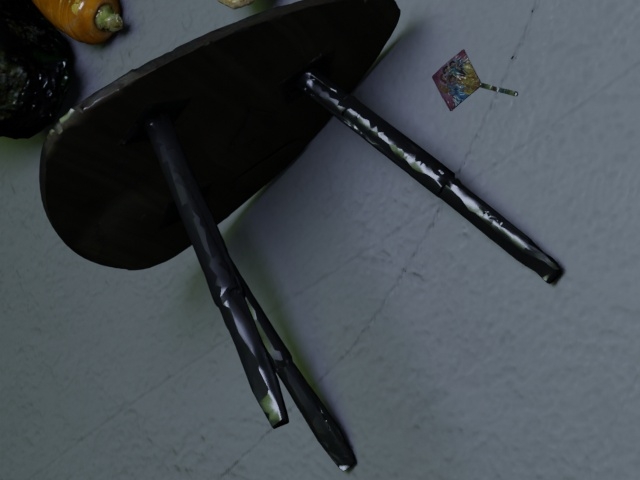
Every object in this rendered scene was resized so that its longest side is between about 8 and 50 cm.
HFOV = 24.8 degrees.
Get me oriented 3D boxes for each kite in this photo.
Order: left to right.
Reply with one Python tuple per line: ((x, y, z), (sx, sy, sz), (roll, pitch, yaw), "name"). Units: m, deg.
((0.113, -0.113, 1.100), (0.078, 0.002, 0.044), (45, 114, 37), "kite")

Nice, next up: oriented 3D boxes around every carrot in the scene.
((-0.271, -0.256, 1.430), (0.257, 0.061, 0.061), (37, 109, 41), "carrot")

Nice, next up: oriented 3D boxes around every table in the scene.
((0.000, 0.000, 1.057), (0.317, 0.317, 0.249), (-46, 70, 28), "table")

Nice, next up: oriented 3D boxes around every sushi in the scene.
((-0.327, -0.186, 1.423), (0.225, 0.127, 0.124), (49, 117, 43), "sushi")

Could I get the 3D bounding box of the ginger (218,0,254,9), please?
((-0.109, -0.306, 1.280), (0.089, 0.075, 0.288), (-23, 60, -7), "ginger")
